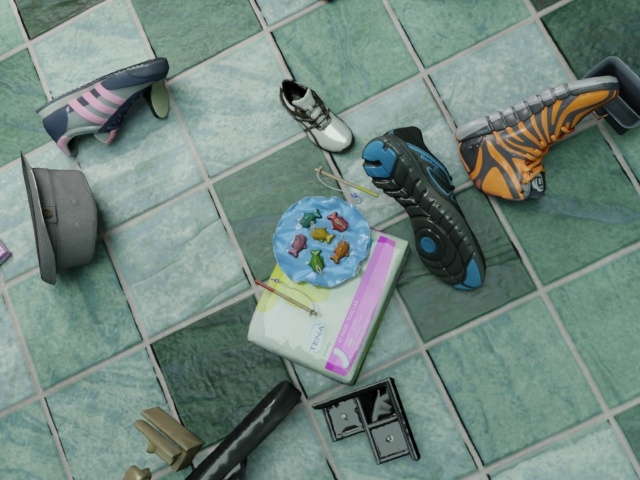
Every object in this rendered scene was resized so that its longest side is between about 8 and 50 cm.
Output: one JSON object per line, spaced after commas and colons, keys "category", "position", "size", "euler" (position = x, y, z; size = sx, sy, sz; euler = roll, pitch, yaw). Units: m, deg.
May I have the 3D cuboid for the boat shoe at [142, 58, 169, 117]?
{"category": "boat shoe", "position": [-0.362, -0.321, 1.712], "size": [0.042, 0.049, 0.133], "euler": [-22, 81, 32]}

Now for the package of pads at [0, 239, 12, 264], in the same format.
{"category": "package of pads", "position": [-0.710, 0.036, 1.711], "size": [0.083, 0.032, 0.050], "euler": [-44, 72, 0]}

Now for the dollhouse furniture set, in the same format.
{"category": "dollhouse furniture set", "position": [-0.341, 0.425, 1.523], "size": [0.123, 0.144, 0.151], "euler": [34, 101, 19]}

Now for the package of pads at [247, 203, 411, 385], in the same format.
{"category": "package of pads", "position": [0.012, 0.100, 1.528], "size": [0.229, 0.101, 0.296], "euler": [21, 83, 13]}

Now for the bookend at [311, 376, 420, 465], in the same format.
{"category": "bookend", "position": [0.085, 0.353, 1.480], "size": [0.157, 0.072, 0.156], "euler": [-20, 76, 7]}

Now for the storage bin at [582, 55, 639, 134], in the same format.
{"category": "storage bin", "position": [0.554, -0.260, 1.503], "size": [0.098, 0.091, 0.135], "euler": [-39, 74, 1]}

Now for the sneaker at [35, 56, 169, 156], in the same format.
{"category": "sneaker", "position": [-0.438, -0.281, 1.678], "size": [0.319, 0.112, 0.131], "euler": [-19, 104, 21]}

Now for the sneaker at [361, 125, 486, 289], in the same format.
{"category": "sneaker", "position": [0.224, -0.068, 1.506], "size": [0.125, 0.140, 0.340], "euler": [-28, 95, 47]}

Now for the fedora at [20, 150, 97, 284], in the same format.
{"category": "fedora", "position": [-0.524, -0.052, 1.621], "size": [0.124, 0.243, 0.275], "euler": [-9, 73, -21]}

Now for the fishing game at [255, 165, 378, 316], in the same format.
{"category": "fishing game", "position": [0.000, 0.000, 1.479], "size": [0.189, 0.041, 0.264], "euler": [29, 81, 17]}

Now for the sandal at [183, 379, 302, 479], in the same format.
{"category": "sandal", "position": [-0.180, 0.454, 1.471], "size": [0.107, 0.167, 0.446], "euler": [44, 90, -2]}

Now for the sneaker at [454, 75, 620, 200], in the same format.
{"category": "sneaker", "position": [0.415, -0.176, 1.475], "size": [0.321, 0.125, 0.180], "euler": [-21, 85, 39]}

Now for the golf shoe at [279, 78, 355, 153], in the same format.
{"category": "golf shoe", "position": [-0.015, -0.251, 1.607], "size": [0.198, 0.094, 0.077], "euler": [41, 88, 14]}
